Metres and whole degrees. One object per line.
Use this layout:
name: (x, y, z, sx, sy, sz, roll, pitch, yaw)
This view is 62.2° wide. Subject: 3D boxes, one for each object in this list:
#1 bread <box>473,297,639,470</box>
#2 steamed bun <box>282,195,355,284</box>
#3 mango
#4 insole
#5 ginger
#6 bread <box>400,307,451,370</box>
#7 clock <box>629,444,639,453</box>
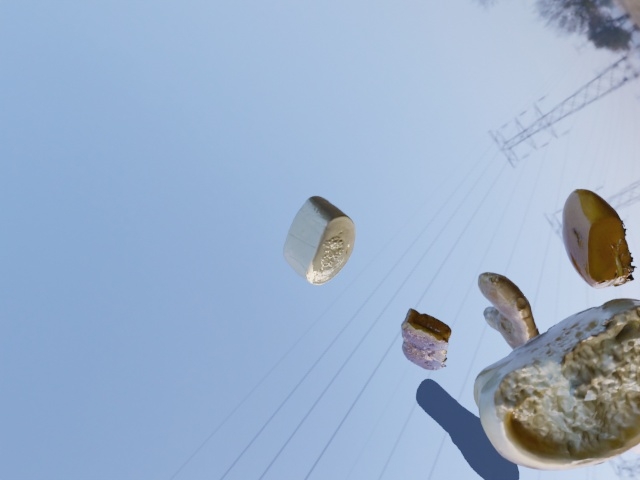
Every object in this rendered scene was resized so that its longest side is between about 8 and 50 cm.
bread: (0.510, 0.269, 1.080, 0.329, 0.424, 0.245, 50, -168, -31)
steamed bun: (0.000, 0.000, 1.672, 0.155, 0.250, 0.200, 17, -166, -41)
mango: (0.656, -0.007, 1.276, 0.154, 0.126, 0.252, 64, -169, -78)
insole: (0.338, 0.446, 1.250, 0.007, 0.109, 0.322, 18, -165, -41)
ginger: (0.608, 0.276, 1.595, 0.348, 0.122, 0.363, 54, 169, 34)
bread: (0.283, 0.273, 1.417, 0.139, 0.271, 0.077, 25, -113, 19)
clock: (0.830, 0.463, 1.418, 0.197, 0.068, 0.197, 7, -140, -6)
